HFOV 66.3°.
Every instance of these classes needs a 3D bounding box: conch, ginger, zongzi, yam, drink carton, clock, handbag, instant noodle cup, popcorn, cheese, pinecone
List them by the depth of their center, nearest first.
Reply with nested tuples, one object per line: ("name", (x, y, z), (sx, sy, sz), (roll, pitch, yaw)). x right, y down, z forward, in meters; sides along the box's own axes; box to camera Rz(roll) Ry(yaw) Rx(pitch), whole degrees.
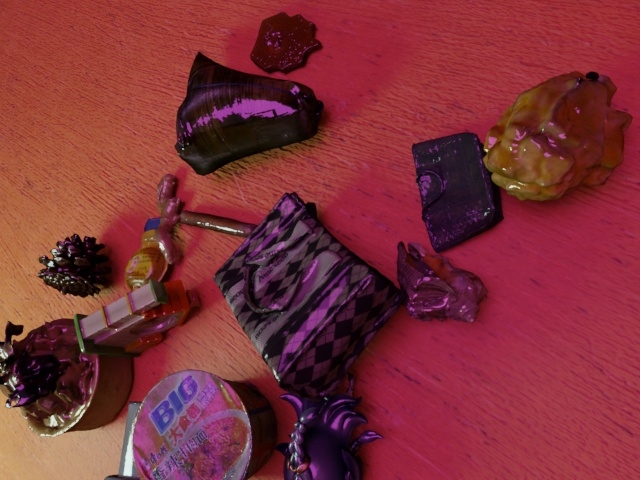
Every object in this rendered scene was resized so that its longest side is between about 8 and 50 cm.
("popcorn", (0.460, -0.201, 0.957), (0.252, 0.215, 0.286), (26, 73, 29))
("conch", (0.233, 0.082, 1.026), (0.163, 0.178, 0.245), (-34, 47, 5))
("handbag", (-0.046, 0.093, 1.089), (0.316, 0.180, 0.416), (-53, 41, 4))
("handbag", (0.299, -0.117, 1.091), (0.175, 0.089, 0.270), (-17, 72, 30))
("instant noodle cup", (-0.242, 0.440, 1.117), (0.297, 0.214, 0.296), (-4, 75, 17))
("drink carton", (-0.410, 0.503, 1.219), (0.186, 0.191, 0.189), (-4, 70, 26))
("clock", (-0.465, 0.204, 1.298), (0.256, 0.220, 0.106), (-28, 68, 8))
("zongzi", (-0.197, -0.422, 1.346), (0.404, 0.208, 0.431), (-12, 61, 17))
("yam", (-0.283, -0.046, 1.362), (0.264, 0.046, 0.046), (11, 83, 28))
("ginger", (-0.441, -0.070, 1.430), (0.089, 0.075, 0.287), (-17, 63, 10))
("cheese", (-0.501, 0.046, 1.433), (0.157, 0.064, 0.249), (-3, 67, 22))
("pinecone", (-0.727, 0.072, 1.464), (0.208, 0.208, 0.207), (-6, 75, 24))

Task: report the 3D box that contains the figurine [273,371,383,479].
("figurine", (0.007, 0.430, 1.049), (0.175, 0.197, 0.264), (-36, 62, 61))

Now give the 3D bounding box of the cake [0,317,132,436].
("cake", (-0.731, 0.364, 1.321), (0.333, 0.321, 0.331), (-7, 73, 24))

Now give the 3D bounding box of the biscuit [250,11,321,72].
("biscuit", (-0.093, -0.564, 1.403), (0.216, 0.034, 0.182), (15, 85, 25))
